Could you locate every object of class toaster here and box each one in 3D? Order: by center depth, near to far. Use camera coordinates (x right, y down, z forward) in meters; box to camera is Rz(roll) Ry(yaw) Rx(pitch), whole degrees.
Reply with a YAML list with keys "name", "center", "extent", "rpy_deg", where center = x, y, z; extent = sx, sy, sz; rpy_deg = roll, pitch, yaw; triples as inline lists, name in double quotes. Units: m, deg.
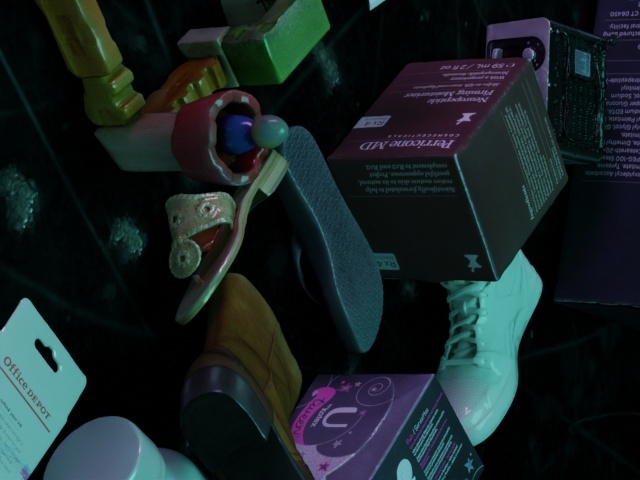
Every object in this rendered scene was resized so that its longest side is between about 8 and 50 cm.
- name: "toaster"
  center: [0.281, -0.182, 2.218]
  extent: [0.185, 0.110, 0.168]
  rpy_deg: [5, 87, -54]

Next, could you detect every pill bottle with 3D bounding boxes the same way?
- name: "pill bottle"
  center: [-0.145, 0.262, 1.610]
  extent: [0.229, 0.131, 0.131]
  rpy_deg: [53, 50, -40]

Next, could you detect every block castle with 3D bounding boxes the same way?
- name: "block castle"
  center: [-0.058, -0.288, 1.657]
  extent: [0.453, 0.213, 0.303]
  rpy_deg: [-51, 129, -40]

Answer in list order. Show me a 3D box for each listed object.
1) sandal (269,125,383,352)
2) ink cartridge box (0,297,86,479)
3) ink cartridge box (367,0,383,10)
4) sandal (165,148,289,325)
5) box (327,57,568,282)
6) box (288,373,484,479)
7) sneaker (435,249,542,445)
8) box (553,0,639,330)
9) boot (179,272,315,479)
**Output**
- name: "sandal"
  center: [0.000, -0.001, 1.889]
  extent: [0.097, 0.054, 0.254]
  rpy_deg: [-41, 113, -55]
- name: "ink cartridge box"
  center: [-0.286, 0.151, 1.468]
  extent: [0.198, 0.067, 0.115]
  rpy_deg: [-57, 134, -34]
- name: "ink cartridge box"
  center: [0.046, -0.315, 1.959]
  extent: [0.063, 0.029, 0.115]
  rpy_deg: [-40, 123, -47]
- name: "sandal"
  center: [-0.113, -0.021, 1.724]
  extent: [0.079, 0.088, 0.240]
  rpy_deg: [39, 45, -10]
- name: "box"
  center: [0.145, -0.079, 1.979]
  extent: [0.203, 0.168, 0.167]
  rpy_deg: [-51, 130, -42]
- name: "box"
  center: [0.028, 0.264, 1.826]
  extent: [0.247, 0.163, 0.142]
  rpy_deg: [-53, 127, -40]
- name: "sneaker"
  center: [0.164, 0.086, 2.074]
  extent: [0.169, 0.108, 0.292]
  rpy_deg: [58, 37, -34]
- name: "box"
  center: [0.583, -0.096, 2.468]
  extent: [0.480, 0.297, 0.472]
  rpy_deg: [19, 77, -53]
- name: "boot"
  center: [-0.048, 0.190, 1.685]
  extent: [0.264, 0.096, 0.280]
  rpy_deg: [54, 12, -15]
